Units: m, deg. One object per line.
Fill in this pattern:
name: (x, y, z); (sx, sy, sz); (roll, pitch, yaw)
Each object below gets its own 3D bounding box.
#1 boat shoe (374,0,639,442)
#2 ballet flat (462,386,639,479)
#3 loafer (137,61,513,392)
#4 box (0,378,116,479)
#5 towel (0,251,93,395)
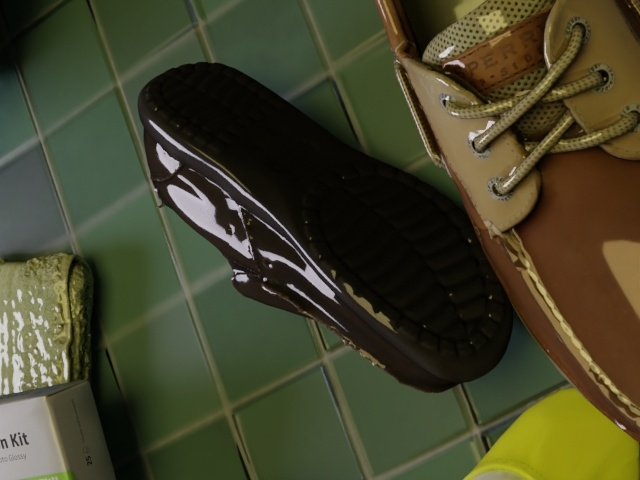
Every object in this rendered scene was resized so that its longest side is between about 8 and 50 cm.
boat shoe: (0.085, -0.064, 0.673); (0.122, 0.120, 0.324); (-32, 70, 20)
ballet flat: (0.061, 0.166, 0.708); (0.077, 0.077, 0.231); (38, 108, 30)
loafer: (0.000, 0.000, 0.770); (0.220, 0.080, 0.078); (42, 142, 27)
box: (-0.159, 0.175, 0.855); (0.145, 0.038, 0.186); (-13, 92, 32)
towel: (-0.166, 0.081, 0.895); (0.110, 0.027, 0.148); (-2, 88, 35)
